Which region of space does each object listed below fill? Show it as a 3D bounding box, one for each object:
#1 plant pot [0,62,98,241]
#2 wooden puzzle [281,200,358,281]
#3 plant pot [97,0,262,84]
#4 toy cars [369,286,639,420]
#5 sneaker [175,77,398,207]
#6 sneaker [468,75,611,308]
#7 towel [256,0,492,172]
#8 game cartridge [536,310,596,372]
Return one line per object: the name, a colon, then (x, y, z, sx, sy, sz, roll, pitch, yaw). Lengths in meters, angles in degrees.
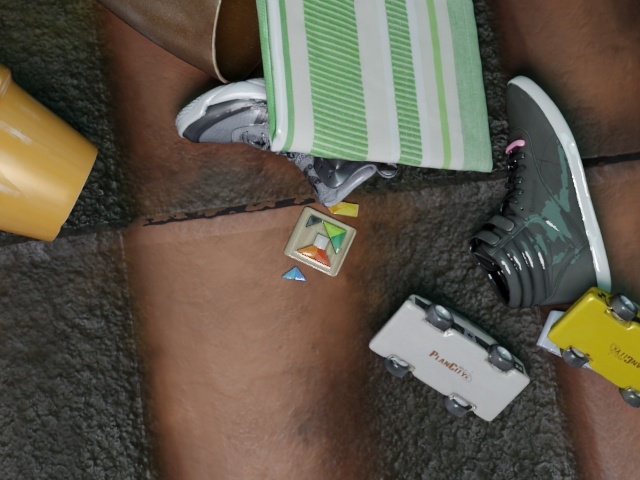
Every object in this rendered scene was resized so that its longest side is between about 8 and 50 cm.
plant pot: (-0.374, -0.095, 1.691, 0.188, 0.205, 0.205, 26, 78, -13)
wooden puzzle: (0.000, 0.000, 1.773, 0.079, 0.014, 0.116, 17, 79, 1)
plant pot: (-0.178, -0.329, 1.748, 0.230, 0.215, 0.215, 22, 78, 16)
toy cars: (0.257, 0.123, 1.708, 0.394, 0.087, 0.176, -3, 120, 5)
sneaker: (-0.036, -0.117, 1.746, 0.269, 0.101, 0.153, -9, 75, -8)
sneaker: (0.242, -0.051, 1.748, 0.147, 0.104, 0.295, -16, 84, -11)
towel: (0.067, -0.210, 1.727, 0.325, 0.038, 0.247, 2, 77, -37)
game cartridge: (0.314, 0.121, 1.765, 0.083, 0.017, 0.056, 24, 75, 2)
